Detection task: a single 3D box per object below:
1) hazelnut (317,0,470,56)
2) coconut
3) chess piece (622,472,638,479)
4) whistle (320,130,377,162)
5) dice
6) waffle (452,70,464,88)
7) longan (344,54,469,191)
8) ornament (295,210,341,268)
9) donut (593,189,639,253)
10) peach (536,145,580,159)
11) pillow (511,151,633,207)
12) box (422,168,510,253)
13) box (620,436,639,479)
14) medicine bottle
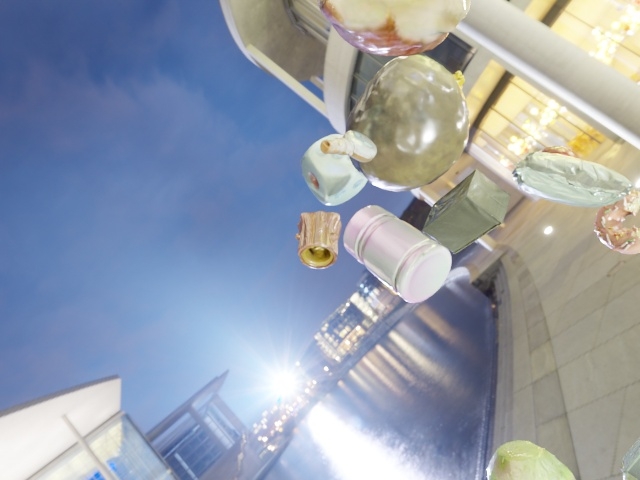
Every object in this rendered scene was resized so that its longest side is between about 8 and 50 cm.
[{"bbox_3d":[0.126,-0.397,0.616,0.261,0.241,0.261,-21,-29,-12],"label":"hazelnut"},{"bbox_3d":[0.527,0.630,1.021,0.204,0.236,0.236,-6,-42,-51],"label":"coconut"},{"bbox_3d":[0.905,0.579,1.071,0.251,0.144,0.144,-45,-13,12],"label":"chess piece"},{"bbox_3d":[0.081,-0.257,1.150,0.220,0.107,0.057,-16,-31,-49],"label":"whistle"},{"bbox_3d":[0.075,-0.360,2.139,0.262,0.268,0.264,-29,-21,-15],"label":"dice"},{"bbox_3d":[0.518,-0.639,1.873,0.293,0.069,0.260,-59,26,-10],"label":"waffle"},{"bbox_3d":[0.301,-0.385,1.428,0.436,0.404,0.404,-57,-17,24],"label":"longan"},{"bbox_3d":[0.000,0.000,1.940,0.221,0.235,0.217,-25,38,27],"label":"ornament"},{"bbox_3d":[1.112,-0.062,1.534,0.085,0.233,0.199,0,-15,-21],"label":"donut"},{"bbox_3d":[0.877,-0.266,1.565,0.197,0.197,0.197,-44,-15,-14],"label":"peach"},{"bbox_3d":[0.750,-0.184,1.283,0.283,0.310,0.138,-7,-67,-64],"label":"pillow"},{"bbox_3d":[0.487,-0.094,1.393,0.155,0.149,0.231,-57,6,-35],"label":"box"},{"bbox_3d":[0.805,0.535,1.015,0.084,0.069,0.122,0,-61,-56],"label":"box"},{"bbox_3d":[0.250,0.039,1.396,0.212,0.325,0.212,-19,-53,-27],"label":"medicine bottle"}]
